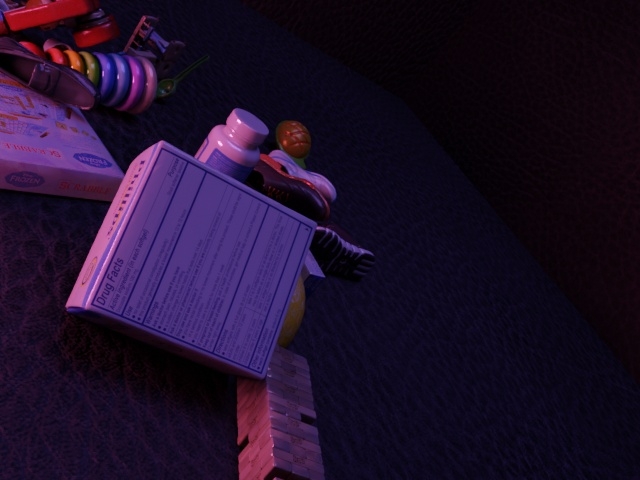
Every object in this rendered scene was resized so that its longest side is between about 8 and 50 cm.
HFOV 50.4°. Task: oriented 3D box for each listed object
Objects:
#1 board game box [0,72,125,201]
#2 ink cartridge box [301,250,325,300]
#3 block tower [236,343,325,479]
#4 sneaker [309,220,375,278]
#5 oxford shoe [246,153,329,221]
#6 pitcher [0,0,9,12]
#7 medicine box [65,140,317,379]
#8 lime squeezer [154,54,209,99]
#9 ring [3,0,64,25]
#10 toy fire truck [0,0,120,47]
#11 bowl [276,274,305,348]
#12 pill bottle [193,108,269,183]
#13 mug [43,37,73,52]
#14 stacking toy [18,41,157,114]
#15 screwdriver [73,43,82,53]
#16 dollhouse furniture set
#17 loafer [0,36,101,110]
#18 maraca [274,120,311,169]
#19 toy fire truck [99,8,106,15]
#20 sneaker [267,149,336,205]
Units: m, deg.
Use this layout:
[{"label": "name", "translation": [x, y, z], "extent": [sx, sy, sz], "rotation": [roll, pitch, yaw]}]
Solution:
[{"label": "board game box", "translation": [-0.563, -0.209, 1.240], "extent": [0.319, 0.066, 0.318], "rotation": [5, 38, -53]}, {"label": "ink cartridge box", "translation": [-0.072, 0.038, 1.467], "extent": [0.046, 0.097, 0.207], "rotation": [17, 31, -42]}, {"label": "block tower", "translation": [-0.063, 0.291, 1.008], "extent": [0.091, 0.097, 0.335], "rotation": [28, 23, -24]}, {"label": "sneaker", "translation": [0.000, 0.000, 1.671], "extent": [0.281, 0.106, 0.162], "rotation": [27, 17, -46]}, {"label": "oxford shoe", "translation": [-0.099, -0.121, 1.744], "extent": [0.271, 0.096, 0.098], "rotation": [33, 38, 21]}, {"label": "pitcher", "translation": [-0.805, -0.587, 1.551], "extent": [0.177, 0.125, 0.207], "rotation": [48, 8, -16]}, {"label": "medicine box", "translation": [-0.191, 0.039, 1.044], "extent": [0.289, 0.263, 0.149], "rotation": [28, -20, -24]}, {"label": "lime squeezer", "translation": [-0.441, -0.415, 1.784], "extent": [0.310, 0.110, 0.058], "rotation": [-14, 68, -26]}, {"label": "ring", "translation": [-0.820, -0.684, 1.804], "extent": [0.337, 0.032, 0.336], "rotation": [32, 24, -16]}, {"label": "toy fire truck", "translation": [-0.600, -0.510, 1.515], "extent": [0.302, 0.254, 0.169], "rotation": [-129, -159, -61]}, {"label": "bowl", "translation": [-0.131, 0.057, 1.270], "extent": [0.289, 0.156, 0.289], "rotation": [32, 24, -16]}, {"label": "pill bottle", "translation": [-0.210, -0.176, 1.504], "extent": [0.124, 0.221, 0.124], "rotation": [32, 24, -16]}, {"label": "mug", "translation": [-0.628, -0.444, 1.622], "extent": [0.062, 0.078, 0.064], "rotation": [-22, 47, -28]}, {"label": "stacking toy", "translation": [-0.538, -0.376, 1.523], "extent": [0.330, 0.141, 0.141], "rotation": [2, 42, -50]}, {"label": "screwdriver", "translation": [-0.601, -0.439, 1.696], "extent": [0.024, 0.025, 0.170], "rotation": [19, 38, -40]}, {"label": "dollhouse furniture set", "translation": [-0.496, -0.541, 1.889], "extent": [0.129, 0.129, 0.184], "rotation": [43, 23, 11]}, {"label": "loafer", "translation": [-0.535, -0.313, 1.306], "extent": [0.223, 0.076, 0.078], "rotation": [28, 28, -11]}, {"label": "maraca", "translation": [-0.086, -0.290, 2.079], "extent": [0.127, 0.099, 0.185], "rotation": [21, 54, -25]}, {"label": "toy fire truck", "translation": [-0.663, -0.638, 1.906], "extent": [0.192, 0.047, 0.135], "rotation": [50, 18, 7]}, {"label": "sneaker", "translation": [-0.063, -0.160, 1.890], "extent": [0.229, 0.087, 0.092], "rotation": [31, 30, 1]}]
